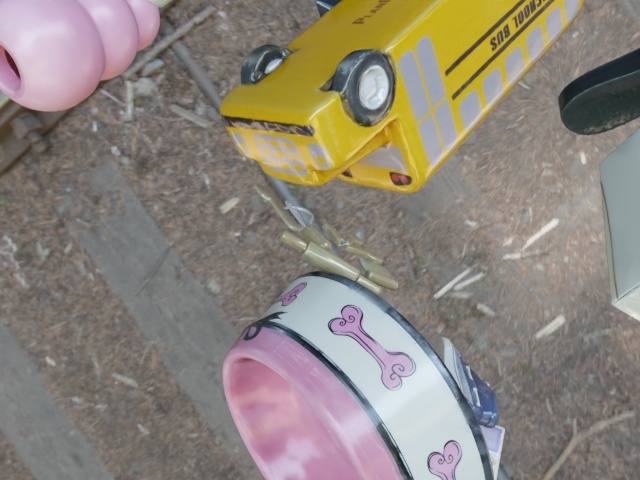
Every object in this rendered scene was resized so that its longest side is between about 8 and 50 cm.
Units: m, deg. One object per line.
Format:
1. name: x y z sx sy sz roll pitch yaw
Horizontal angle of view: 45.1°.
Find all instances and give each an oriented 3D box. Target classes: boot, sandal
1. boot: 0.232 0.233 1.256 0.086 0.190 0.069 19 117 -8
2. sandal: 0.584 -0.261 1.176 0.446 0.168 0.107 -30 51 38

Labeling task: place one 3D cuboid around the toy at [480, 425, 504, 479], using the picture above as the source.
1. toy: 0.216 0.410 1.287 0.137 0.056 0.237 11 92 27

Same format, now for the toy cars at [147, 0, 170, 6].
1. toy cars: -0.077 -0.300 0.327 0.177 0.087 0.393 7 85 32

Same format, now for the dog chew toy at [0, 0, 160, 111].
1. dog chew toy: -0.418 -0.361 1.356 0.207 0.332 0.206 24 133 28

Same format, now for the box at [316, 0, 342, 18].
1. box: 0.117 -0.243 0.867 0.207 0.153 0.108 -39 49 -18

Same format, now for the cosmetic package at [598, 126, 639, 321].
1. cosmetic package: 0.504 -0.013 1.109 0.160 0.309 0.113 29 133 -11

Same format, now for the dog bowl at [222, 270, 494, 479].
1. dog bowl: 0.025 0.253 1.025 0.408 0.150 0.408 37 143 34

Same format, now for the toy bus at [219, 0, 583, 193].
1. toy bus: 0.079 -0.150 0.608 0.108 0.332 0.130 15 141 42

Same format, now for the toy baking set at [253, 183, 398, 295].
1. toy baking set: 0.001 0.003 1.166 0.256 0.197 0.030 30 104 -10
